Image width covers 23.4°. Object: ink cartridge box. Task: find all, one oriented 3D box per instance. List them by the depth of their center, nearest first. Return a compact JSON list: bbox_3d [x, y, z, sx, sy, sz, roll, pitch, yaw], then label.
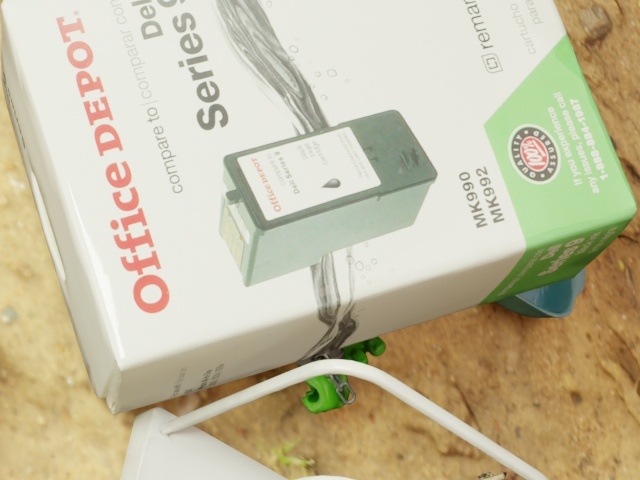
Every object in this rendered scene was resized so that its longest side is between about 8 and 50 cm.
[{"bbox_3d":[-0.008,-0.051,0.844,0.289,0.121,0.211,-17,77,-14],"label":"ink cartridge box"}]

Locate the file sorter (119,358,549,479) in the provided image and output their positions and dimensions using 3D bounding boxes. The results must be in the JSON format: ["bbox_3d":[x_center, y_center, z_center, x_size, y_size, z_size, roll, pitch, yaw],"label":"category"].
[{"bbox_3d":[0.001,0.226,0.782,0.193,0.173,0.277,35,48,-30],"label":"file sorter"}]

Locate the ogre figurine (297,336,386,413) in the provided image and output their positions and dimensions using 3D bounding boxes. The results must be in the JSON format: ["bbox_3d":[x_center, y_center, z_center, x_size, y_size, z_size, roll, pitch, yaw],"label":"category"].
[{"bbox_3d":[0.000,0.000,0.964,0.197,0.097,0.118,-59,133,-28],"label":"ogre figurine"}]

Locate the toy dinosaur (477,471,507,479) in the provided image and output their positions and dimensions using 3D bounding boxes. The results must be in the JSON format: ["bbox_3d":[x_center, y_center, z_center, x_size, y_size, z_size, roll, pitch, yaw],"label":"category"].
[{"bbox_3d":[0.107,0.201,0.996,0.183,0.053,0.092,-11,80,-48],"label":"toy dinosaur"}]

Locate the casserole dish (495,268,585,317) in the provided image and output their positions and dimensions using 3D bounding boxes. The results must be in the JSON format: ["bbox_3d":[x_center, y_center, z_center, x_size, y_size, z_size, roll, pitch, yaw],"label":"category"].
[{"bbox_3d":[0.122,-0.010,1.133,0.188,0.037,0.114,30,51,-31],"label":"casserole dish"}]
